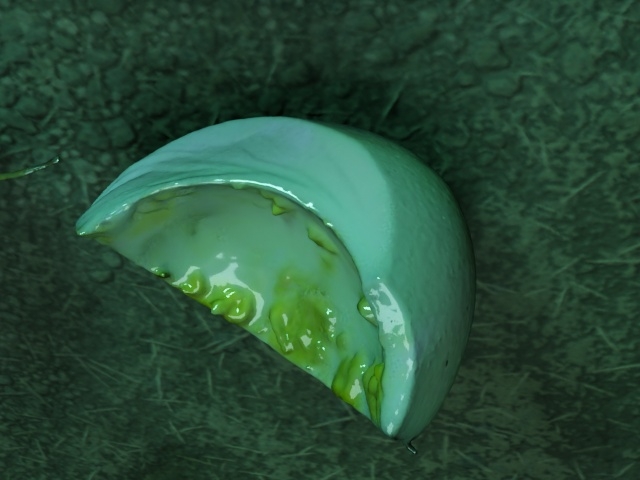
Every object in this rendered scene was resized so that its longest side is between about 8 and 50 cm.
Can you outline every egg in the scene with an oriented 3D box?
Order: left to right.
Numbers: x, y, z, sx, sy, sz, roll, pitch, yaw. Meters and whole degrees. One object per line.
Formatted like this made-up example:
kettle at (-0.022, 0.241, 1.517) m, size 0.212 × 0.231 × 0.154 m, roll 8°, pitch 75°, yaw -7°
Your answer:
egg at (0.001, 0.001, 0.804) m, size 0.271 × 0.162 × 0.206 m, roll 33°, pitch -179°, yaw 22°

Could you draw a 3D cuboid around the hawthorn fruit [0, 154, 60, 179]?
hawthorn fruit at (-0.298, -0.046, 0.837) m, size 0.203 × 0.163 × 0.162 m, roll 11°, pitch 142°, yaw -29°
